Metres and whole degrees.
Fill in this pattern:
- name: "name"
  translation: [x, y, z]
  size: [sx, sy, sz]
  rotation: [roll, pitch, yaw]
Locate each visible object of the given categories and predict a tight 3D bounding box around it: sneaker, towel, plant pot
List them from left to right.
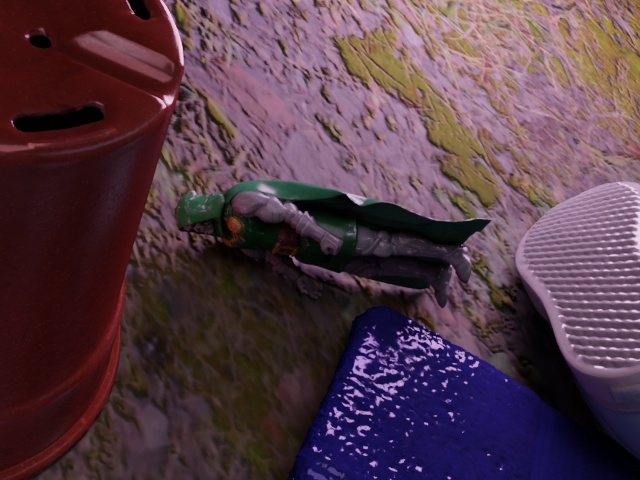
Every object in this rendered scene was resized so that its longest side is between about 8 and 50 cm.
- name: "plant pot"
  translation: [-0.212, -0.033, 0.564]
  size: [0.272, 0.265, 0.272]
  rotation: [16, 46, -17]
- name: "towel"
  translation: [0.127, 0.193, 0.710]
  size: [0.308, 0.076, 0.228]
  rotation: [32, 35, -1]
- name: "sneaker"
  translation: [0.257, 0.073, 0.855]
  size: [0.150, 0.135, 0.366]
  rotation: [61, 19, -19]

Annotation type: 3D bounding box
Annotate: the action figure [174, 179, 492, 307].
- name: "action figure"
  translation: [0.000, 0.000, 0.787]
  size: [0.232, 0.137, 0.064]
  rotation: [12, 58, -10]
